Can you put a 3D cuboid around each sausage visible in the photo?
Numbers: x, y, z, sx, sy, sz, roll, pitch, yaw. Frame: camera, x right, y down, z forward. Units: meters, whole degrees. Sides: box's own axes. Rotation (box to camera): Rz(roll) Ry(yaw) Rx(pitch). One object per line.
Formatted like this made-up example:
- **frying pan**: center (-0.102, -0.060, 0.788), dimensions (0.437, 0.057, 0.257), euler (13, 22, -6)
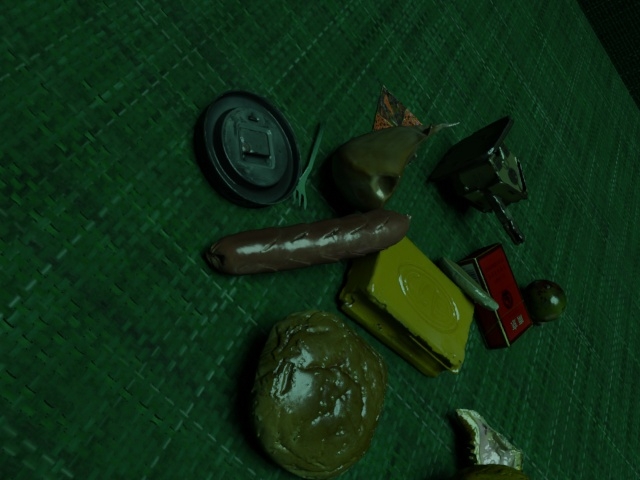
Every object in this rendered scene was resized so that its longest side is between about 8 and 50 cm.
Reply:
- **sausage**: center (0.000, 0.002, 1.101), dimensions (0.433, 0.088, 0.088), euler (-11, 82, -29)

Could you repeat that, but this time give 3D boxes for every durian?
- **durian**: center (0.356, 0.463, 1.339), dimensions (0.140, 0.078, 0.224), euler (-38, 92, -32)

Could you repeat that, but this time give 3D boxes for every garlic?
- **garlic**: center (0.154, -0.166, 1.290), dimensions (0.338, 0.196, 0.151), euler (-41, 120, -46)

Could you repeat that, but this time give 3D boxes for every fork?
- **fork**: center (-0.020, -0.160, 1.241), dimensions (0.039, 0.021, 0.235), euler (39, 51, -32)

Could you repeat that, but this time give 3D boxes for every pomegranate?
- **pomegranate**: center (0.615, 0.171, 1.664), dimensions (0.130, 0.130, 0.130), euler (17, 64, -39)

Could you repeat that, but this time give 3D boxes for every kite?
- **kite**: center (0.178, -0.333, 1.498), dimensions (0.222, 0.008, 0.125), euler (-16, 86, -45)

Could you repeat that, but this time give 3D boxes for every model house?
- **model house**: center (0.455, -0.135, 1.547), dimensions (0.279, 0.205, 0.218), euler (52, 48, -15)

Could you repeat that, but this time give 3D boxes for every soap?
- **soap**: center (0.195, 0.134, 1.283), dimensions (0.324, 0.096, 0.204), euler (41, 51, -26)

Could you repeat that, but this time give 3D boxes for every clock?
- **clock**: center (-0.132, -0.168, 1.118), dimensions (0.226, 0.049, 0.226), euler (18, 62, -39)

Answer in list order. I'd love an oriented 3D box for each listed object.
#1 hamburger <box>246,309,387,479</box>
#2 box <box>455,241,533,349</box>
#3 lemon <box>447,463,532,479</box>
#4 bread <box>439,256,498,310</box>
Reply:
- **hamburger**: center (0.000, 0.263, 1.027), dimensions (0.285, 0.134, 0.265), euler (37, 51, -25)
- **box**: center (0.449, 0.141, 1.540), dimensions (0.153, 0.074, 0.240), euler (-22, 91, -50)
- **lemon**: center (0.349, 0.581, 1.156), dimensions (0.310, 0.258, 0.258), euler (50, 47, -10)
- **bread**: center (0.325, 0.092, 1.397), dimensions (0.112, 0.036, 0.193), euler (33, 12, -32)
